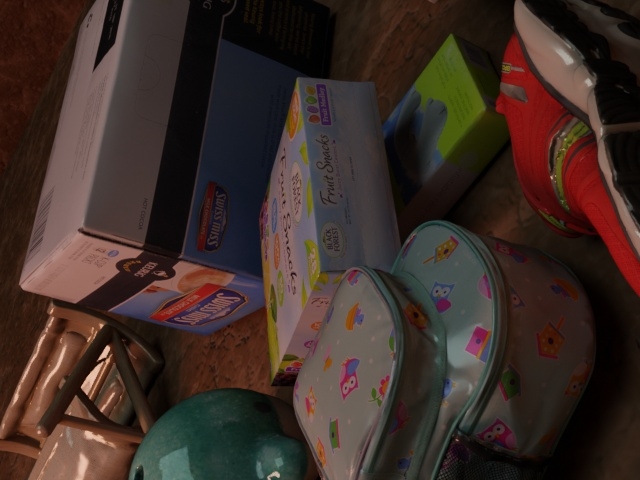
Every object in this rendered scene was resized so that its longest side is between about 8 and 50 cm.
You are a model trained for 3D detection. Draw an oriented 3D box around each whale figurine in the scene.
[{"bbox_3d":[-0.080,0.242,0.785,0.216,0.141,0.272,-57,30,26],"label":"whale figurine"}]

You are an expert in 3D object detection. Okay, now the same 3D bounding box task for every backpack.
[{"bbox_3d":[0.074,0.082,0.592,0.188,0.144,0.166,-62,23,14],"label":"backpack"}]

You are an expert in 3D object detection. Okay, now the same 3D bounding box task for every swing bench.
[{"bbox_3d":[-0.311,0.258,1.205,0.253,0.165,0.254,-61,23,23],"label":"swing bench"}]

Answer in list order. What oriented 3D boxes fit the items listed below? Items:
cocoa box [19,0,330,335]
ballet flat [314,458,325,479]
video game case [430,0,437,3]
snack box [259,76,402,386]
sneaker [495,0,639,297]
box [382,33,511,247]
[{"bbox_3d":[-0.152,-0.103,1.039,0.231,0.228,0.347,-29,49,55],"label":"cocoa box"},{"bbox_3d":[0.038,0.183,0.682,0.058,0.084,0.249,-31,43,18],"label":"ballet flat"},{"bbox_3d":[0.123,-0.337,0.767,0.244,0.061,0.269,-58,12,25],"label":"video game case"},{"bbox_3d":[0.000,0.000,0.778,0.207,0.070,0.174,113,155,-56],"label":"snack box"},{"bbox_3d":[0.173,-0.038,0.556,0.279,0.107,0.118,-100,19,-49],"label":"sneaker"},{"bbox_3d":[0.081,-0.065,0.779,0.178,0.042,0.109,-53,32,32],"label":"box"}]
